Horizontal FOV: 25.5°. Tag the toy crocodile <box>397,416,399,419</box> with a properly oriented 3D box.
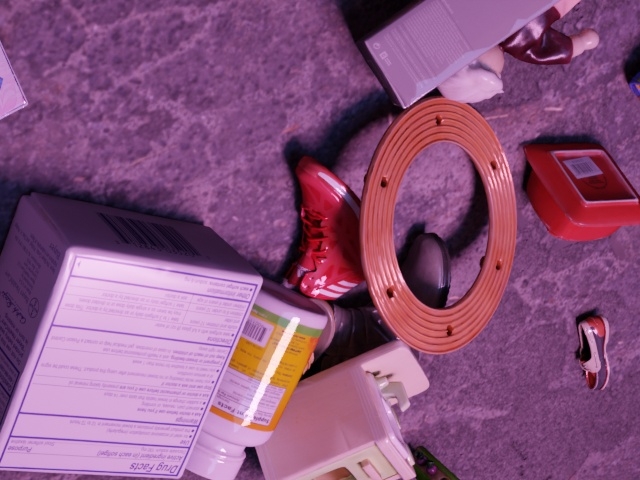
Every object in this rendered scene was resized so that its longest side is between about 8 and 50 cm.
[{"bbox_3d":[-0.006,0.377,2.008,0.340,0.105,0.115,-50,132,0],"label":"toy crocodile"}]

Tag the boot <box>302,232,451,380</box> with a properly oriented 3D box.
[{"bbox_3d":[0.073,0.100,1.922,0.161,0.083,0.246,8,110,-31],"label":"boot"}]

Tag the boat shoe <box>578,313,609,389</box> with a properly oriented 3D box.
[{"bbox_3d":[0.426,0.179,2.225,0.043,0.049,0.137,-18,122,-22],"label":"boat shoe"}]

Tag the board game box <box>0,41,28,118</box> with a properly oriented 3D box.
[{"bbox_3d":[-0.481,-0.193,1.348,0.319,0.066,0.318,-33,128,-22],"label":"board game box"}]

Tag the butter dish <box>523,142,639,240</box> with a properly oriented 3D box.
[{"bbox_3d":[0.357,-0.052,1.996,0.160,0.160,0.118,-4,141,-32],"label":"butter dish"}]

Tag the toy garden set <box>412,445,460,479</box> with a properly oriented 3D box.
[{"bbox_3d":[0.108,0.415,2.042,0.244,0.204,0.049,-35,129,-13],"label":"toy garden set"}]

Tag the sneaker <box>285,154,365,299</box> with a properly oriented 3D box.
[{"bbox_3d":[0.000,0.000,1.806,0.128,0.087,0.221,-43,130,-8],"label":"sneaker"}]

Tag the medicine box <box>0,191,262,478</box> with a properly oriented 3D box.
[{"bbox_3d":[-0.254,0.120,1.659,0.263,0.149,0.289,11,110,-38],"label":"medicine box"}]

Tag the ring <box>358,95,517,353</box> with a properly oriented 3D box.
[{"bbox_3d":[0.153,-0.020,1.852,0.336,0.032,0.336,-5,96,-48],"label":"ring"}]

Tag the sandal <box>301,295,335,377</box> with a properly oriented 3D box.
[{"bbox_3d":[-0.042,0.154,1.870,0.072,0.049,0.180,36,101,-10],"label":"sandal"}]

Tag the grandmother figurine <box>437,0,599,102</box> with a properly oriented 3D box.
[{"bbox_3d":[0.277,-0.309,1.813,0.208,0.104,0.342,42,92,-15],"label":"grandmother figurine"}]

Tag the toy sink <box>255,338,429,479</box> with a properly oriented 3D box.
[{"bbox_3d":[0.043,0.257,1.884,0.234,0.131,0.153,-24,148,5],"label":"toy sink"}]

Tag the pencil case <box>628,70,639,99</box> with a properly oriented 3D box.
[{"bbox_3d":[0.557,-0.306,1.980,0.306,0.119,0.133,-58,161,7],"label":"pencil case"}]

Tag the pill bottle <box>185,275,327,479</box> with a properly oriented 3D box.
[{"bbox_3d":[-0.102,0.174,1.791,0.136,0.136,0.245,21,98,-40],"label":"pill bottle"}]

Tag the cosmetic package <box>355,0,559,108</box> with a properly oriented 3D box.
[{"bbox_3d":[0.166,-0.265,1.695,0.238,0.127,0.107,-32,97,2],"label":"cosmetic package"}]
